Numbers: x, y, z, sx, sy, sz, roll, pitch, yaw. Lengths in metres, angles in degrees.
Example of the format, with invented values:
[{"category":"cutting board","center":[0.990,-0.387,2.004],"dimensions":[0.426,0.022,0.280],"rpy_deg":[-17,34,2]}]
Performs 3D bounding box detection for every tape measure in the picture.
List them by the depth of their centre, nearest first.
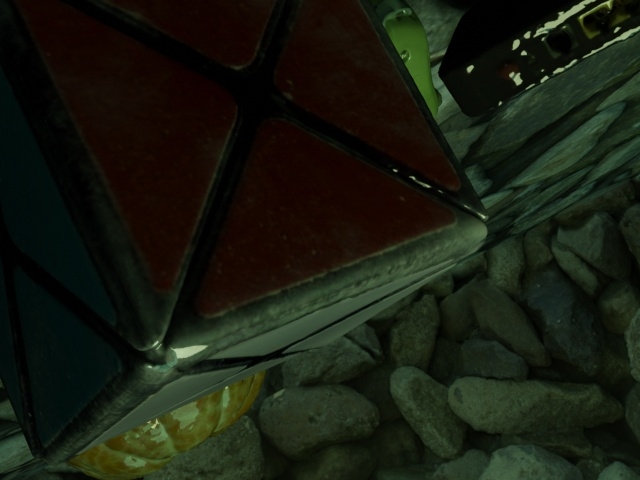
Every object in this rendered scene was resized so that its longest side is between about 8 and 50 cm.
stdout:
[{"category":"tape measure","center":[0.023,-0.131,0.742],"dimensions":[0.175,0.106,0.200],"rpy_deg":[-31,166,1]}]

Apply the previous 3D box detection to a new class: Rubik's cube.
[{"category":"Rubik's cube","center":[-0.093,-0.028,0.568],"dimensions":[0.255,0.259,0.260],"rpy_deg":[-18,163,-34]}]

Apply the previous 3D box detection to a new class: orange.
[{"category":"orange","center":[-0.213,0.153,1.066],"dimensions":[0.329,0.249,0.329],"rpy_deg":[-25,175,-2]}]

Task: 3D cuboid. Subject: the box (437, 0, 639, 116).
[{"category":"box","center":[0.265,-0.230,0.696],"dimensions":[0.350,0.058,0.211],"rpy_deg":[-27,-162,28]}]
